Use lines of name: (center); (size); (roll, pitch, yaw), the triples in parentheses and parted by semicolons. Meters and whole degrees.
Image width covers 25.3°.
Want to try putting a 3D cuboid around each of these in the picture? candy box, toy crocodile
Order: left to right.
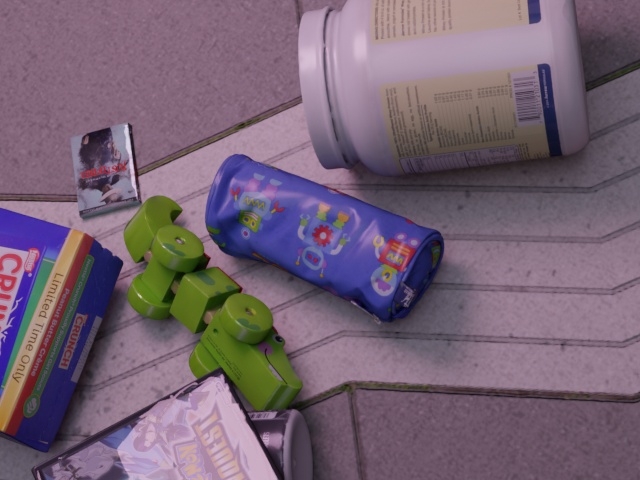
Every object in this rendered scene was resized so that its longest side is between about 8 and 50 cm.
candy box: (-0.449, 0.092, 1.831); (0.317, 0.122, 0.268); (15, 77, 24)
toy crocodile: (-0.138, 0.080, 1.787); (0.340, 0.105, 0.115); (45, 126, 24)

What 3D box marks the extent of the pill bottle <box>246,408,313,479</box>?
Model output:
pill bottle: (-0.141, 0.271, 1.704); (0.246, 0.130, 0.130); (-5, 71, 13)

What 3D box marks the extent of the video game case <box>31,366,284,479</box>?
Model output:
video game case: (-0.160, 0.306, 1.579); (0.248, 0.035, 0.275); (-28, 57, -7)

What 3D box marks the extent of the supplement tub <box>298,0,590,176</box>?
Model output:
supplement tub: (0.153, -0.203, 1.733); (0.325, 0.235, 0.235); (-6, 70, 12)

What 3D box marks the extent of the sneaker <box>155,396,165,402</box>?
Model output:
sneaker: (-0.165, 0.202, 1.764); (0.098, 0.069, 0.038); (7, 65, 14)

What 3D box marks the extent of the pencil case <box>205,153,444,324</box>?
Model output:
pencil case: (0.000, 0.000, 1.767); (0.306, 0.119, 0.133); (23, 89, 20)

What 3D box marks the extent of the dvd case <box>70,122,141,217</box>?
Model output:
dvd case: (-0.291, -0.095, 1.928); (0.087, 0.013, 0.119); (-13, 70, 9)
